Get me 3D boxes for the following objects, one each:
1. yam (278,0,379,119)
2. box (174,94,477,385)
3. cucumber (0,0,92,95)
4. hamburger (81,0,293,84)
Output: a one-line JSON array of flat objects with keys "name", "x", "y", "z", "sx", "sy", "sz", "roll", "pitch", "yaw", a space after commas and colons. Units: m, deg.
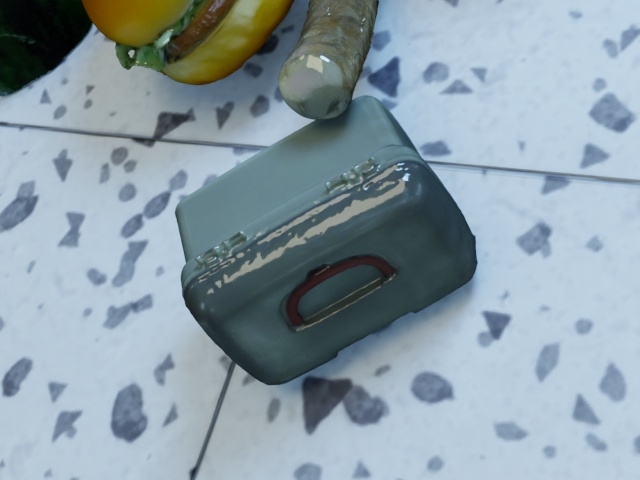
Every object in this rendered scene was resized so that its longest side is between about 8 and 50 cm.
[{"name": "yam", "x": 0.015, "y": -0.186, "z": 1.071, "sx": 0.066, "sy": 0.066, "sz": 0.299, "roll": -20, "pitch": 29, "yaw": 19}, {"name": "box", "x": 0.000, "y": 0.000, "z": 1.003, "sx": 0.210, "sy": 0.148, "sz": 0.129, "roll": -29, "pitch": 47, "yaw": 10}, {"name": "cucumber", "x": -0.324, "y": -0.251, "z": 1.330, "sx": 0.191, "sy": 0.130, "sz": 0.191, "roll": -10, "pitch": 61, "yaw": 19}, {"name": "hamburger", "x": -0.124, "y": -0.262, "z": 1.154, "sx": 0.246, "sy": 0.170, "sz": 0.246, "roll": -37, "pitch": 37, "yaw": 35}]
